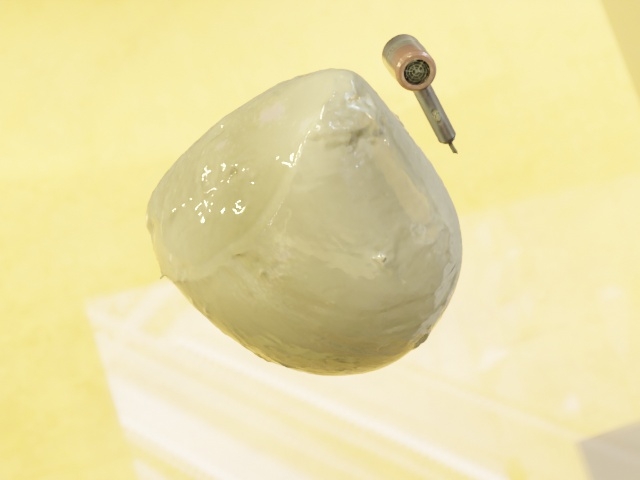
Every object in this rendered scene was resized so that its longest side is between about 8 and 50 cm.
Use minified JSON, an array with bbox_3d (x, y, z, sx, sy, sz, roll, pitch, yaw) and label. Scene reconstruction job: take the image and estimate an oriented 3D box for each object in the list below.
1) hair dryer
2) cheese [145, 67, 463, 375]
[{"bbox_3d":[0.093,-0.120,1.687,0.037,0.114,0.063,-29,23,1],"label":"hair dryer"},{"bbox_3d":[0.000,0.000,1.267,0.189,0.154,0.198,38,-45,-25],"label":"cheese"}]
